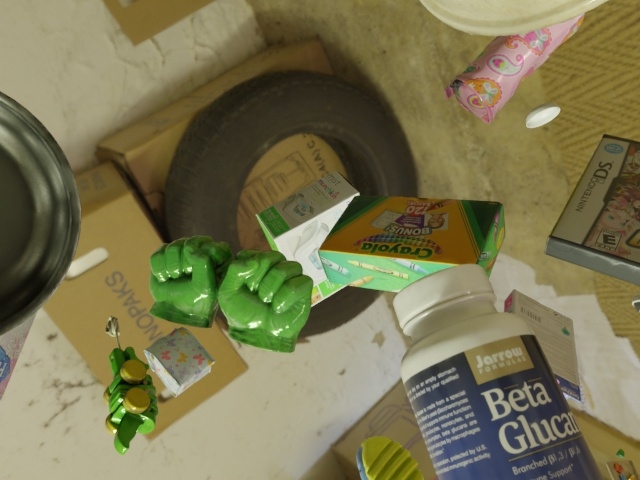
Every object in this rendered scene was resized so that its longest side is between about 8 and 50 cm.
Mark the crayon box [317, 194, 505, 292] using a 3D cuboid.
[{"bbox_3d":[0.156,0.006,0.981,0.278,0.165,0.081,5,132,30],"label":"crayon box"}]

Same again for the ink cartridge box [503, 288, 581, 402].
[{"bbox_3d":[0.557,0.271,1.460,0.185,0.311,0.065,28,124,1],"label":"ink cartridge box"}]

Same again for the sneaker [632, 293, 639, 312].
[{"bbox_3d":[0.926,0.259,1.493,0.268,0.153,0.101,33,159,9],"label":"sneaker"}]

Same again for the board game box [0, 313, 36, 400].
[{"bbox_3d":[-0.436,0.018,0.713,0.065,0.318,0.319,11,158,3],"label":"board game box"}]

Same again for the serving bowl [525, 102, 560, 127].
[{"bbox_3d":[0.530,-0.306,1.379,0.083,0.083,0.027,116,137,-65],"label":"serving bowl"}]

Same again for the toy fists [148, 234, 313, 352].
[{"bbox_3d":[-0.145,0.071,0.876,0.278,0.143,0.096,11,178,23],"label":"toy fists"}]

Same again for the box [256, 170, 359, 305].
[{"bbox_3d":[0.000,0.000,1.423,0.127,0.231,0.262,51,166,46],"label":"box"}]

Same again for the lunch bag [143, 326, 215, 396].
[{"bbox_3d":[-0.213,0.178,0.861,0.083,0.071,0.053,46,139,12],"label":"lunch bag"}]

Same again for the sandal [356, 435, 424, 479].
[{"bbox_3d":[0.160,0.540,1.120,0.318,0.126,0.138,60,142,17],"label":"sandal"}]

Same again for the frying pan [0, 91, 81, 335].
[{"bbox_3d":[-0.269,0.045,0.411,0.053,0.197,0.327,14,111,63],"label":"frying pan"}]

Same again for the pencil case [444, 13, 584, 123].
[{"bbox_3d":[0.375,-0.364,1.116,0.124,0.284,0.124,44,-178,-2],"label":"pencil case"}]

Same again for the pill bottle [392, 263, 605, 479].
[{"bbox_3d":[0.108,0.105,0.375,0.094,0.094,0.170,103,151,-62],"label":"pill bottle"}]

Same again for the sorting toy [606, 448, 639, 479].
[{"bbox_3d":[0.680,0.512,1.293,0.012,0.061,0.083,95,171,-49],"label":"sorting toy"}]

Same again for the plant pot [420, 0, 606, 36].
[{"bbox_3d":[0.114,-0.381,0.427,0.305,0.334,0.333,16,-173,-44],"label":"plant pot"}]

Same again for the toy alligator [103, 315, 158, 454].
[{"bbox_3d":[-0.221,0.165,0.677,0.051,0.056,0.190,22,-151,-37],"label":"toy alligator"}]

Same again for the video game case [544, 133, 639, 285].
[{"bbox_3d":[0.455,-0.026,0.709,0.274,0.248,0.035,21,140,28],"label":"video game case"}]
